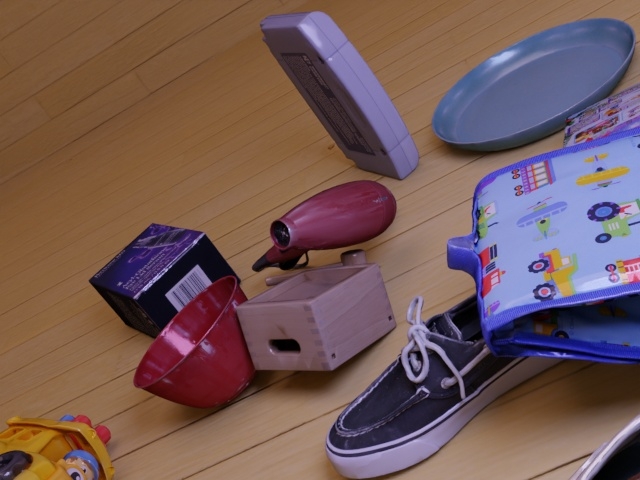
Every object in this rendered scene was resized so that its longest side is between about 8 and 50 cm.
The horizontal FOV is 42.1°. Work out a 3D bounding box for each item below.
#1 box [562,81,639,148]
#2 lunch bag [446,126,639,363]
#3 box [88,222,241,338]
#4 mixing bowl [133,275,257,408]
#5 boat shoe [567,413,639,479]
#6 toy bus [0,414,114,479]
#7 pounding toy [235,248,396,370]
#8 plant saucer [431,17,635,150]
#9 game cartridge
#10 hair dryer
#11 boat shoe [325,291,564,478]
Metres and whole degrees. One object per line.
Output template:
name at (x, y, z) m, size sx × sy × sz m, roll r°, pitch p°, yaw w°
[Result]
box at (0.412, -0.151, 0.913) m, size 0.293 × 0.057 × 0.201 m, roll -26°, pitch 13°, yaw 27°
lunch bag at (0.253, -0.002, 0.700) m, size 0.293 × 0.138 × 0.221 m, roll -5°, pitch 36°, yaw 11°
box at (-0.252, 0.065, 1.326) m, size 0.153 × 0.108 × 0.207 m, roll -46°, pitch 28°, yaw -23°
mixing bowl at (-0.136, 0.142, 1.044) m, size 0.181 × 0.098 × 0.181 m, roll -41°, pitch 17°, yaw 15°
boat shoe at (0.275, 0.139, 0.538) m, size 0.302 × 0.103 × 0.113 m, roll -38°, pitch 57°, yaw 4°
toy bus at (-0.332, 0.287, 1.018) m, size 0.220 × 0.149 × 0.211 m, roll -7°, pitch 20°, yaw 40°
pounding toy at (0.002, 0.085, 1.022) m, size 0.181 × 0.094 × 0.206 m, roll -8°, pitch 13°, yaw 43°
plant saucer at (0.318, -0.227, 1.245) m, size 0.317 × 0.044 × 0.317 m, roll -27°, pitch 26°, yaw 14°
game cartridge at (0.033, -0.224, 1.282) m, size 0.060 × 0.294 × 0.196 m, roll -42°, pitch 27°, yaw -8°
hair dryer at (0.000, 0.000, 1.088) m, size 0.223 × 0.080 × 0.293 m, roll -33°, pitch -11°, yaw 5°
boat shoe at (0.124, 0.112, 0.801) m, size 0.306 × 0.105 × 0.113 m, roll -31°, pitch 25°, yaw 6°
